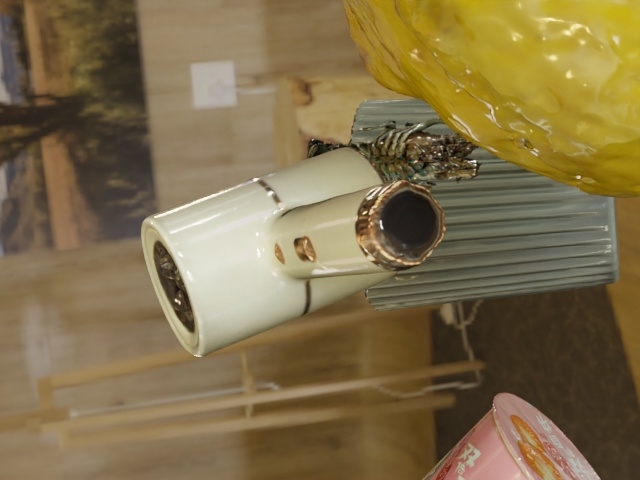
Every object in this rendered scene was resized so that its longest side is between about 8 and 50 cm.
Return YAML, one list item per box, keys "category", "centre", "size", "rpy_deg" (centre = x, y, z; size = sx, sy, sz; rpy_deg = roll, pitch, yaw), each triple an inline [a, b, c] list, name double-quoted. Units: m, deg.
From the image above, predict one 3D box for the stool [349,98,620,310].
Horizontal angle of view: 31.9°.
- category: "stool"
  centre: [0.229, -0.057, 1.512]
  size: [0.297, 0.330, 0.297]
  rpy_deg: [-3, -90, -74]

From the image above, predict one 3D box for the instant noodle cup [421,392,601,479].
- category: "instant noodle cup"
  centre: [0.234, 0.364, 1.492]
  size: [0.231, 0.243, 0.243]
  rpy_deg: [-43, 38, 18]

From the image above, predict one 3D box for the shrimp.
- category: "shrimp"
  centre: [0.075, -0.089, 1.097]
  size: [0.076, 0.174, 0.082]
  rpy_deg: [-42, -49, -79]

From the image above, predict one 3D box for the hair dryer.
- category: "hair dryer"
  centre: [0.000, 0.000, 0.853]
  size: [0.362, 0.203, 0.128]
  rpy_deg: [-10, 100, 70]

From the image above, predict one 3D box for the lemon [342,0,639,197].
- category: "lemon"
  centre: [0.172, -0.203, 0.558]
  size: [0.350, 0.387, 0.350]
  rpy_deg: [47, -162, -21]
